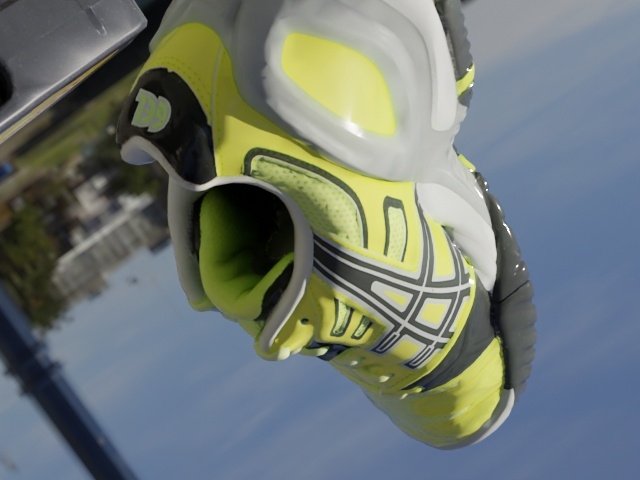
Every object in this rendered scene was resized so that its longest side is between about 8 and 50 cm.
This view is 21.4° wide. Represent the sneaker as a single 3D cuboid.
[{"bbox_3d":[0.000,0.000,0.816,0.145,0.385,0.147,30,-112,35],"label":"sneaker"}]

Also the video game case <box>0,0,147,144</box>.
[{"bbox_3d":[-0.203,0.035,0.477,0.275,0.035,0.248,-30,-169,37],"label":"video game case"}]
